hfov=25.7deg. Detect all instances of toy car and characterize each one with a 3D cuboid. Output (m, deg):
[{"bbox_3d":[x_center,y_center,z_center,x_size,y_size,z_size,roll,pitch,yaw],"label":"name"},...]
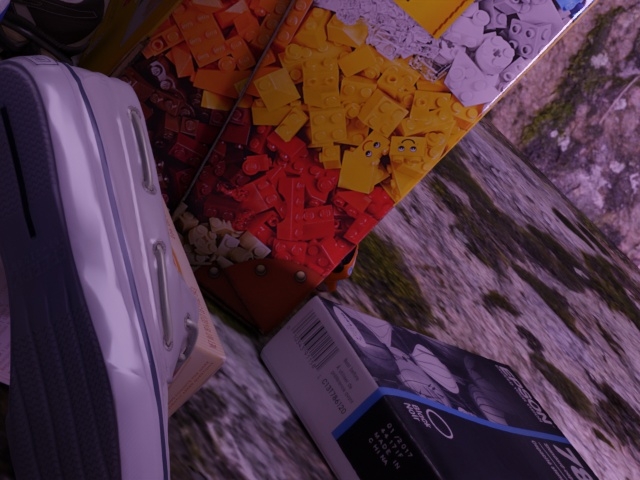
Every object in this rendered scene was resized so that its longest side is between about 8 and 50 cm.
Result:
[{"bbox_3d":[0.000,0.000,1.094,0.122,0.060,0.040,-98,172,-55],"label":"toy car"}]

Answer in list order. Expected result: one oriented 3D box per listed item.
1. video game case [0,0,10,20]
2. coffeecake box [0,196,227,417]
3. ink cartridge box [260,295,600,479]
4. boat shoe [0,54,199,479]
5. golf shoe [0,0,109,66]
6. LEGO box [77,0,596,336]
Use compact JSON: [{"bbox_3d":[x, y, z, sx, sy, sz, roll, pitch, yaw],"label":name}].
[{"bbox_3d":[-0.264,-0.085,0.509,0.244,0.061,0.269,28,24,-11],"label":"video game case"},{"bbox_3d":[-0.150,0.001,0.685,0.185,0.068,0.142,31,21,-38],"label":"coffeecake box"},{"bbox_3d":[0.109,0.146,0.972,0.332,0.065,0.165,24,25,-53],"label":"ink cartridge box"},{"bbox_3d":[-0.083,0.031,0.583,0.075,0.083,0.226,-3,82,-45],"label":"boat shoe"},{"bbox_3d":[-0.230,-0.194,0.948,0.198,0.094,0.077,29,22,-38],"label":"golf shoe"},{"bbox_3d":[0.004,-0.215,1.067,0.193,0.372,0.500,39,17,-18],"label":"LEGO box"}]
